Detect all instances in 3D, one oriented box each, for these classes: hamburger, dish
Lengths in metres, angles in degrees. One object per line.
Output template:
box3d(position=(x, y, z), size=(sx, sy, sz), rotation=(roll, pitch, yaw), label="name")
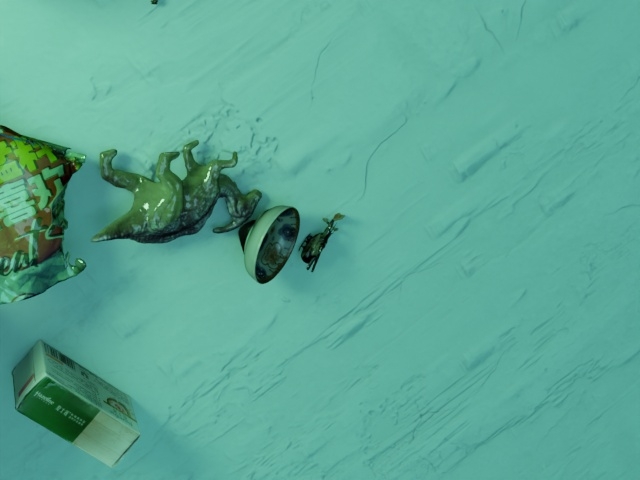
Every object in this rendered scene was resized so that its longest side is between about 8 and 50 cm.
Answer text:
box3d(position=(-0.492, -0.041, 1.368), size=(0.260, 0.150, 0.276), rotation=(0, 93, -39), label="hamburger")
box3d(position=(-0.103, -0.006, 1.553), size=(0.141, 0.078, 0.141), rotation=(-51, 156, -33), label="dish")

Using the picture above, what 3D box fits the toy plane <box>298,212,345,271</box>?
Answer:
box3d(position=(0.000, 0.000, 1.608), size=(0.031, 0.049, 0.120), rotation=(40, 74, -28), label="toy plane")

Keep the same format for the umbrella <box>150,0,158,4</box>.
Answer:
box3d(position=(-0.259, -0.395, 1.385), size=(0.020, 0.031, 0.083), rotation=(-34, 124, -43), label="umbrella")

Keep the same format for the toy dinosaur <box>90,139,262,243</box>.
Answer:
box3d(position=(-0.228, -0.073, 1.478), size=(0.294, 0.077, 0.162), rotation=(-8, 111, -19), label="toy dinosaur")

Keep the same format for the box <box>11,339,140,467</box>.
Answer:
box3d(position=(-0.397, 0.264, 1.500), size=(0.199, 0.135, 0.081), rotation=(38, 93, -26), label="box")
